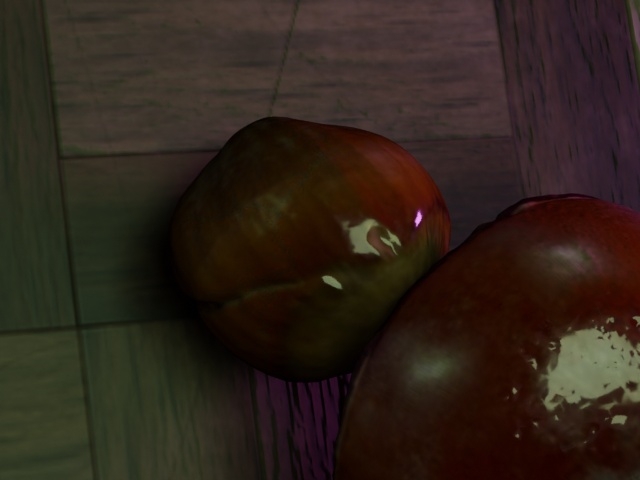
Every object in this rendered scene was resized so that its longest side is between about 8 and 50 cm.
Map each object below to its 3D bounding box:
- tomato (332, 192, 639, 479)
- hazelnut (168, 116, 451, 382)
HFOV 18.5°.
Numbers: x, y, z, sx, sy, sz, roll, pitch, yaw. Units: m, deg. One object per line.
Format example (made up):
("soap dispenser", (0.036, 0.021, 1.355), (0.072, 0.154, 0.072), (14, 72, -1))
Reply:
("tomato", (0.164, 0.154, 1.203), (0.290, 0.176, 0.334), (-18, 119, -31))
("hazelnut", (0.000, 0.000, 1.237), (0.182, 0.182, 0.182), (5, 77, -21))
